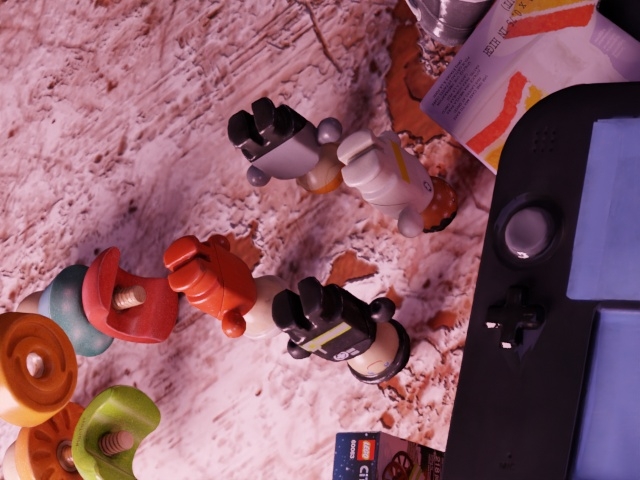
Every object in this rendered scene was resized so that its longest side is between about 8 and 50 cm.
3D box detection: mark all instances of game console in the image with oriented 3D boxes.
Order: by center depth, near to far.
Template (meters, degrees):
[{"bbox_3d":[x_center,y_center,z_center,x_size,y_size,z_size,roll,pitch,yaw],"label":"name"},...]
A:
[{"bbox_3d":[0.279,0.046,1.372,0.386,0.060,0.342,1,66,35],"label":"game console"}]

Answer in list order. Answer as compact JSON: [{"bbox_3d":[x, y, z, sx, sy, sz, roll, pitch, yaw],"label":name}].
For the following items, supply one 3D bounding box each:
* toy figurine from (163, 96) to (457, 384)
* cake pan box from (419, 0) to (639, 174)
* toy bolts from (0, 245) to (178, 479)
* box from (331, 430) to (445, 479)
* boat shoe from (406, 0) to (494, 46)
[{"bbox_3d":[0.000,0.000,1.657,0.213,0.148,0.209,16,79,41],"label":"toy figurine"},{"bbox_3d":[0.242,-0.139,1.565,0.267,0.070,0.246,-52,55,10],"label":"cake pan box"},{"bbox_3d":[-0.252,0.113,1.780,0.158,0.218,0.228,-17,48,38],"label":"toy bolts"},{"bbox_3d":[0.064,0.274,1.502,0.044,0.159,0.233,-5,72,37],"label":"box"},{"bbox_3d":[0.085,-0.289,1.712,0.102,0.108,0.301,110,149,-42],"label":"boat shoe"}]
